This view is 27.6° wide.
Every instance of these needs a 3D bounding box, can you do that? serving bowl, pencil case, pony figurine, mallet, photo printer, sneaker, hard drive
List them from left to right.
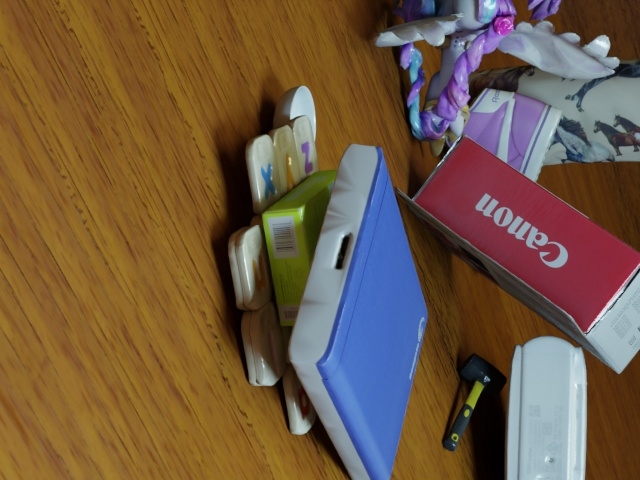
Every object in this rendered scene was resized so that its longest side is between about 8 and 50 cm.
[{"bbox_3d":[-0.030,-0.113,1.306,0.083,0.027,0.083,2,90,-73],"label":"serving bowl"},{"bbox_3d":[0.044,0.084,1.225,0.318,0.040,0.210,68,33,-59],"label":"hard drive"},{"bbox_3d":[0.189,0.211,1.721,0.062,0.039,0.190,42,35,7],"label":"mallet"},{"bbox_3d":[0.210,-0.306,1.717,0.351,0.303,0.363,159,-60,-79],"label":"pony figurine"},{"bbox_3d":[0.244,-0.098,1.959,0.102,0.161,0.282,-55,163,-63],"label":"sneaker"},{"bbox_3d":[0.315,0.272,1.827,0.307,0.107,0.255,41,51,-77],"label":"photo printer"},{"bbox_3d":[0.408,-0.184,1.993,0.160,0.411,0.183,-62,142,-46],"label":"pencil case"}]

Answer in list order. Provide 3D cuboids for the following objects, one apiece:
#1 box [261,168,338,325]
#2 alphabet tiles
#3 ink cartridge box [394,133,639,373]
[{"bbox_3d":[0.000,0.000,1.215,0.178,0.042,0.109,-42,126,-66],"label":"box"},{"bbox_3d":[-0.023,0.028,1.242,0.284,0.021,0.277,-41,123,-67],"label":"alphabet tiles"},{"bbox_3d":[0.279,0.008,1.690,0.309,0.130,0.272,38,0,30],"label":"ink cartridge box"}]
